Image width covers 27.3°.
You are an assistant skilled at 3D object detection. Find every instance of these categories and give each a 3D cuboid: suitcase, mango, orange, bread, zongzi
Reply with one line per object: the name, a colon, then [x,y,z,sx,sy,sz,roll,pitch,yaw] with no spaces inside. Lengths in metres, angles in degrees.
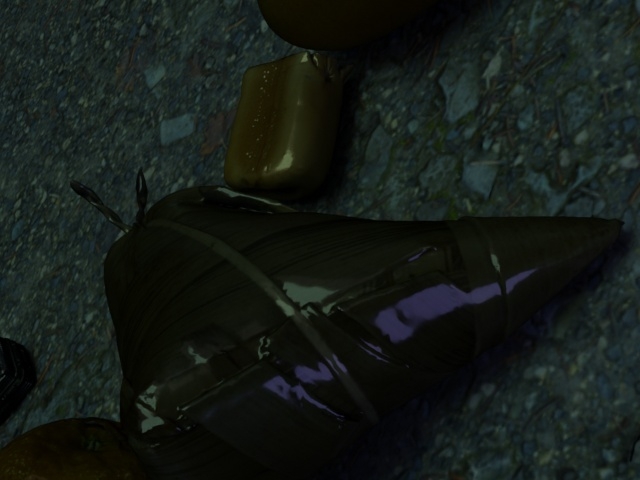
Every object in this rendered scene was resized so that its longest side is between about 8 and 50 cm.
suitcase: [-0.432,0.191,1.725,0.126,0.059,0.086,-48,43,15]
mango: [0.062,-0.348,1.392,0.378,0.221,0.264,-44,35,35]
orange: [-0.225,0.307,1.275,0.274,0.274,0.274,-24,52,36]
bread: [-0.034,-0.122,1.462,0.134,0.085,0.173,-7,62,41]
zongzi: [0.009,0.017,1.333,0.467,0.218,0.500,-25,29,-2]
